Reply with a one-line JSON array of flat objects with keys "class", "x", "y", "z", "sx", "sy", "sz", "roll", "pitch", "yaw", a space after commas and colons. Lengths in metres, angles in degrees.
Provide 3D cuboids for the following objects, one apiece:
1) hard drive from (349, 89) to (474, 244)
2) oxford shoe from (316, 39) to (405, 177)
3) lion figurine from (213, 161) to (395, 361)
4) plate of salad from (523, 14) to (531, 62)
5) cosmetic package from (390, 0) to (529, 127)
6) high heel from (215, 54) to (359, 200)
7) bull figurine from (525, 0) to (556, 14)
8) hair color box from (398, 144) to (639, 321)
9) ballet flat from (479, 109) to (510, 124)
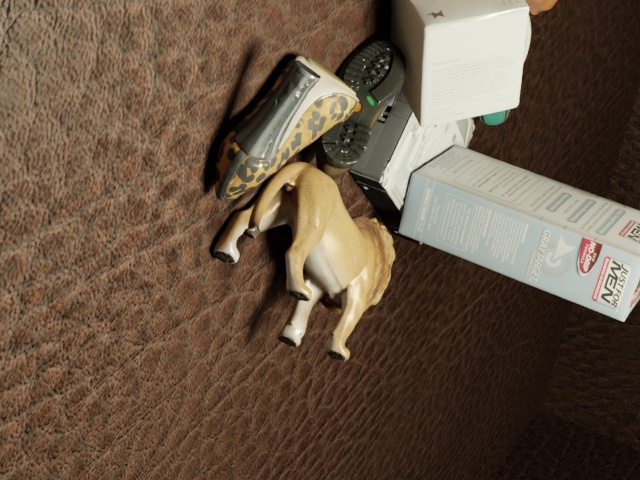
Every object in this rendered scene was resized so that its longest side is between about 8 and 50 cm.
[{"class": "hard drive", "x": 0.157, "y": -0.149, "z": 2.055, "sx": 0.236, "sy": 0.064, "sz": 0.339, "roll": -65, "pitch": 159, "yaw": -10}, {"class": "oxford shoe", "x": 0.045, "y": -0.181, "z": 1.751, "sx": 0.227, "sy": 0.083, "sz": 0.096, "roll": -60, "pitch": -177, "yaw": -28}, {"class": "lion figurine", "x": 0.000, "y": 0.000, "z": 1.711, "sx": 0.392, "sy": 0.142, "sz": 0.240, "roll": 67, "pitch": 41, "yaw": -57}, {"class": "plate of salad", "x": 0.277, "y": -0.322, "z": 2.168, "sx": 0.200, "sy": 0.048, "sz": 0.199, "roll": -21, "pitch": 128, "yaw": -30}, {"class": "cosmetic package", "x": 0.189, "y": -0.285, "z": 1.792, "sx": 0.152, "sy": 0.151, "sz": 0.183, "roll": -13, "pitch": 140, "yaw": -9}, {"class": "high heel", "x": -0.046, "y": -0.131, "z": 1.577, "sx": 0.186, "sy": 0.093, "sz": 0.261, "roll": -53, "pitch": 171, "yaw": 11}, {"class": "bull figurine", "x": 0.349, "y": -0.488, "z": 2.137, "sx": 0.188, "sy": 0.101, "sz": 0.310, "roll": -68, "pitch": 159, "yaw": -3}, {"class": "hair color box", "x": 0.333, "y": -0.019, "z": 1.994, "sx": 0.185, "sy": 0.375, "sz": 0.113, "roll": -34, "pitch": 140, "yaw": -57}, {"class": "ballet flat", "x": 0.312, "y": -0.299, "z": 2.308, "sx": 0.213, "sy": 0.072, "sz": 0.068, "roll": 87, "pitch": 5, "yaw": -50}]
